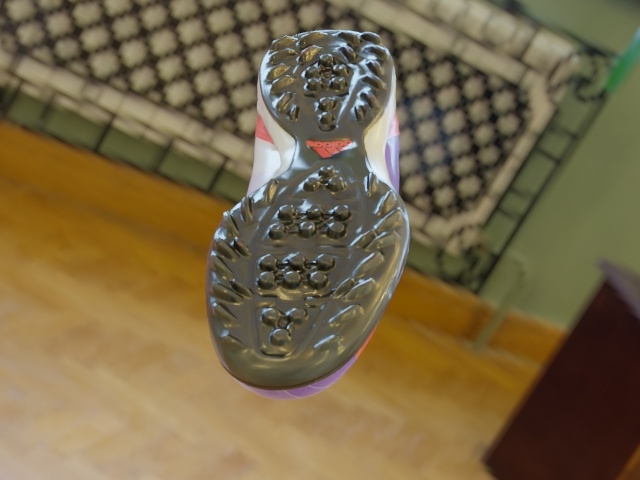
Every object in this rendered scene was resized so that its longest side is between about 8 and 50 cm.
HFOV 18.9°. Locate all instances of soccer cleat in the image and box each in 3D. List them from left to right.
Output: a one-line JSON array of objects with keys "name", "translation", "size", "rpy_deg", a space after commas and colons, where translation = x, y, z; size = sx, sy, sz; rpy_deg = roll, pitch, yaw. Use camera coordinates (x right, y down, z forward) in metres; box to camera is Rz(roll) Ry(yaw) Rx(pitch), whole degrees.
[{"name": "soccer cleat", "translation": [0.000, 0.000, 1.112], "size": [0.108, 0.116, 0.318], "rpy_deg": [-1, 36, 5]}]
